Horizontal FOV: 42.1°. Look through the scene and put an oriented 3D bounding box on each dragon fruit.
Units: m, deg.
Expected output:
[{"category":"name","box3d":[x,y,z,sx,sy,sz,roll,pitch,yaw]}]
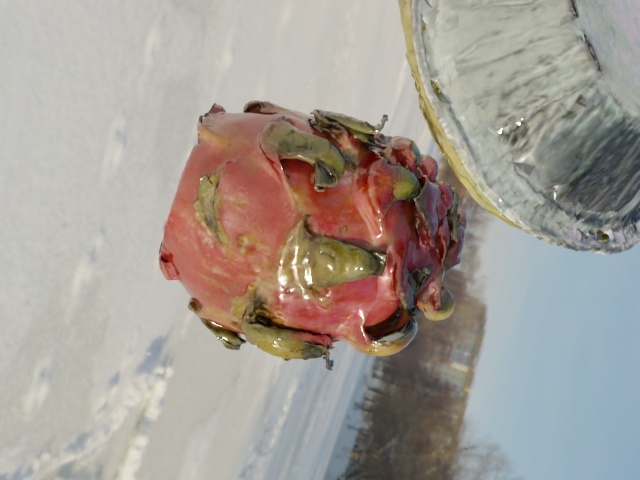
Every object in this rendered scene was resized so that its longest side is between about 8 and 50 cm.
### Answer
[{"category":"dragon fruit","box3d":[0.000,0.000,0.824,0.250,0.291,0.269,-99,-152,-83]}]

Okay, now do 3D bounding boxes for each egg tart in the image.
[{"category":"egg tart","box3d":[0.149,-0.108,0.472,0.094,0.234,0.234,-19,-137,52]}]
